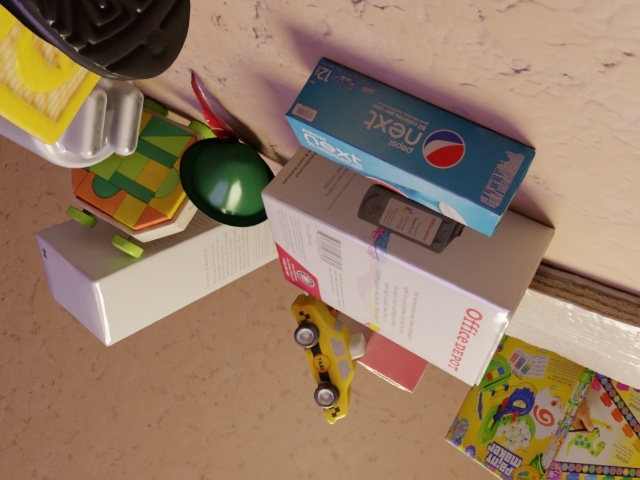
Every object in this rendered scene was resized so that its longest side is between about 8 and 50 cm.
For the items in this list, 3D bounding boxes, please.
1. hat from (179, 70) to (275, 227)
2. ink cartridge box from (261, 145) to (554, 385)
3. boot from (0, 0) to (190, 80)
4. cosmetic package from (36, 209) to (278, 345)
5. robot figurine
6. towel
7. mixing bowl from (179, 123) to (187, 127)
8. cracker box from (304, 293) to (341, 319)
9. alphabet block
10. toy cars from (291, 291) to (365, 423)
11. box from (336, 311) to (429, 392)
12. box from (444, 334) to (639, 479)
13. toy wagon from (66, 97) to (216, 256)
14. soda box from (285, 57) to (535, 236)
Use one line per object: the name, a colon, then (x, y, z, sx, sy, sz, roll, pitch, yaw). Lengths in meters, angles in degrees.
hat: (-0.111, -0.134, 0.896, 0.183, 0.209, 0.172, -39, 72, 46)
ink cartridge box: (0.096, 0.023, 0.726, 0.306, 0.131, 0.226, 27, 153, 19)
boot: (-0.275, -0.264, 0.424, 0.260, 0.131, 0.348, 14, 152, 43)
cosmetic package: (-0.317, 0.010, 1.232, 0.230, 0.453, 0.161, 27, 129, 35)
robot figurine: (-0.456, -0.249, 0.969, 0.354, 0.199, 0.300, 26, -160, 24)
towel: (0.318, 0.101, 0.790, 0.282, 0.049, 0.187, 23, 158, 39)
mixing bowl: (-0.265, -0.158, 1.227, 0.182, 0.098, 0.181, 29, 172, 4)
cracker box: (0.083, 0.114, 1.225, 0.156, 0.232, 0.067, 26, 134, 24)
alphabet block: (-0.349, -0.248, 0.604, 0.197, 0.193, 0.192, 29, 174, 8)
toy cars: (0.007, 0.083, 0.924, 0.176, 0.087, 0.393, 63, -168, -53)
box: (0.135, 0.118, 1.005, 0.127, 0.232, 0.149, 33, 172, -19)
box: (0.395, 0.288, 0.962, 0.177, 0.279, 0.290, 32, 173, -11)
toy wagon: (-0.364, -0.139, 1.077, 0.345, 0.267, 0.068, 28, 170, 19)
soda box: (0.078, -0.085, 0.531, 0.210, 0.067, 0.071, 29, 172, 15)
